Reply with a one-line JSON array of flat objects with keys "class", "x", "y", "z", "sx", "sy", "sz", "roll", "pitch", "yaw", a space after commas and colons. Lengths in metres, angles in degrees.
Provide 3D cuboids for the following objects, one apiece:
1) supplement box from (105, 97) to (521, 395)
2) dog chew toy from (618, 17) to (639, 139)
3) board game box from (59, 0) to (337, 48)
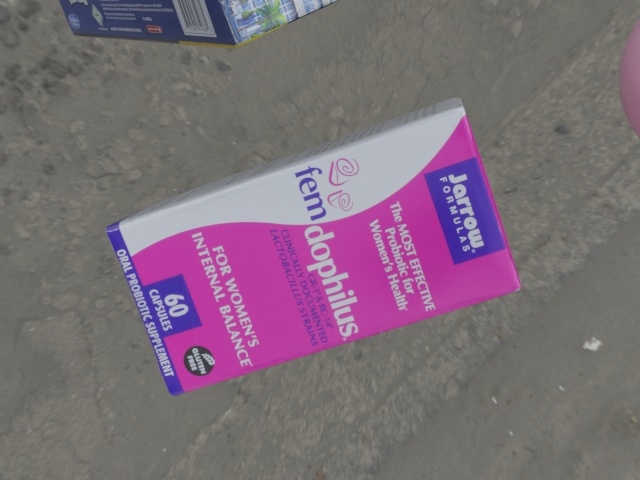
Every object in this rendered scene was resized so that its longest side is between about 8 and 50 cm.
[{"class": "supplement box", "x": 0.000, "y": 0.000, "z": 0.553, "sx": 0.219, "sy": 0.114, "sz": 0.111, "roll": -19, "pitch": 98, "yaw": 10}, {"class": "dog chew toy", "x": 0.414, "y": -0.096, "z": 0.887, "sx": 0.206, "sy": 0.207, "sz": 0.332, "roll": -19, "pitch": 126, "yaw": 3}, {"class": "board game box", "x": -0.030, "y": -0.175, "z": 0.509, "sx": 0.194, "sy": 0.194, "sz": 0.060, "roll": -33, "pitch": 120, "yaw": -28}]
